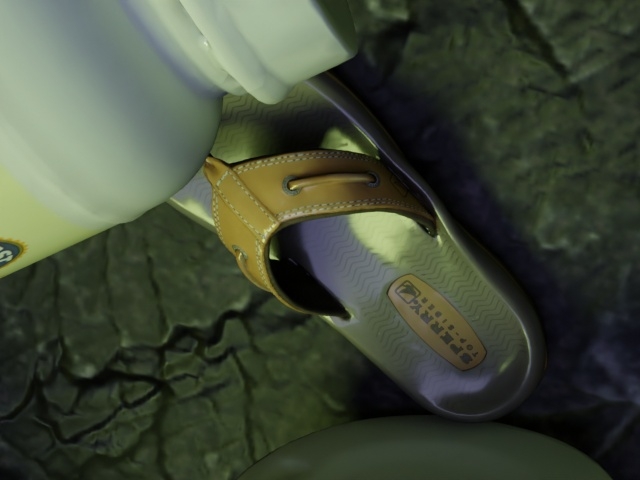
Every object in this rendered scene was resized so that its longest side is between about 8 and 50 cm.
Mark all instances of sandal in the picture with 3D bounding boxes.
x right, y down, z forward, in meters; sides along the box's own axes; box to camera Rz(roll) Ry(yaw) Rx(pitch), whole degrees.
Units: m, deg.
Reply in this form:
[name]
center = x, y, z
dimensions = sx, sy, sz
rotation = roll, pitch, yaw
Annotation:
[sandal]
center = 0.000, 0.000, 0.614
dimensions = 0.090, 0.060, 0.219
rotation = -40, 101, 25

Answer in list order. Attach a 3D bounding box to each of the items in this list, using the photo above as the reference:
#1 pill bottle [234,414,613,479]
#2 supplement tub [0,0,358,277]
[pill bottle]
center = 0.045, 0.229, 0.639
dimensions = 0.160, 0.160, 0.283
rotation = 0, 108, 12
[supplement tub]
center = -0.175, -0.081, 0.499
dimensions = 0.324, 0.235, 0.235
rotation = -24, 108, 9
